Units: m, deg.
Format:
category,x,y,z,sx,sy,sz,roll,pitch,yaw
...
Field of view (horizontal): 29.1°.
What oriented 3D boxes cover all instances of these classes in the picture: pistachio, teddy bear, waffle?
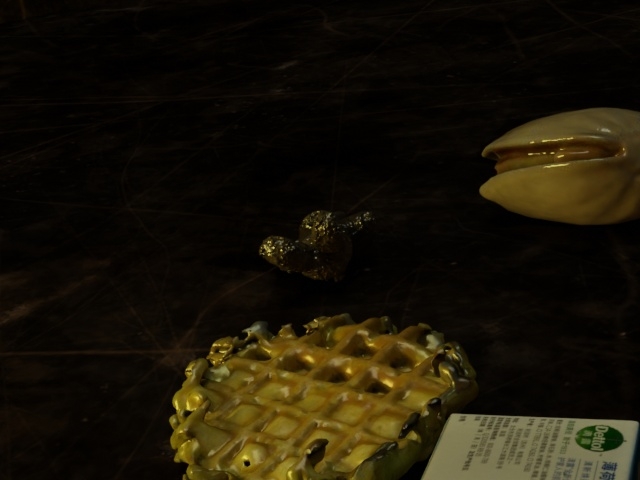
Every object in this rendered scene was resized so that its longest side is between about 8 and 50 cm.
category,x,y,z,sx,sy,sz,roll,pitch,yaw
pistachio,0.280,-0.077,1.338,0.223,0.126,0.152,-2,-10,26
teddy bear,0.004,0.008,1.301,0.119,0.078,0.160,-27,2,13
waffle,0.005,0.132,1.018,0.262,0.060,0.280,-11,23,-6

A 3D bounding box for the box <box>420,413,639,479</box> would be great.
category,x,y,z,sx,sy,sz,roll,pitch,yaw
box,0.131,0.195,0.809,0.139,0.073,0.194,1,24,21
